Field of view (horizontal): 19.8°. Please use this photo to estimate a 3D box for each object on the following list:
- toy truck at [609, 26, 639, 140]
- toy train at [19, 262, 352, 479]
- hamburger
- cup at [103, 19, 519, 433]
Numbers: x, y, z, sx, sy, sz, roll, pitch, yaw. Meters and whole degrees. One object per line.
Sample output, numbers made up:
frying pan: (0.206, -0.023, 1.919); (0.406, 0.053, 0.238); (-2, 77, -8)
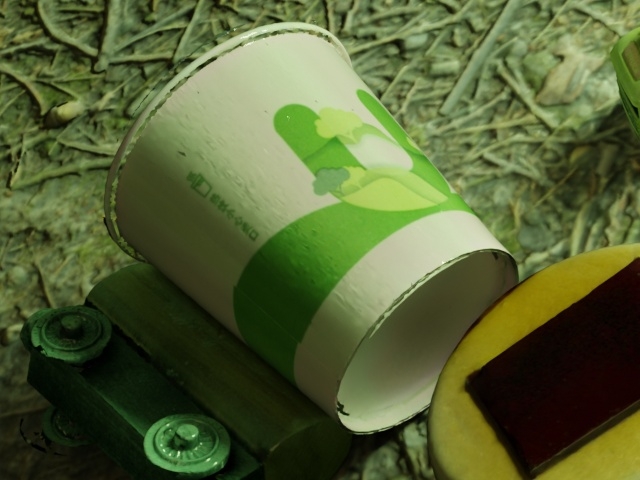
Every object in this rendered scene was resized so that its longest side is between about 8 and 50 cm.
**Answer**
toy truck: (0.327, -0.156, 1.464); (0.191, 0.116, 0.085); (-23, 53, 10)
toy train: (-0.118, 0.139, 1.509); (0.189, 0.126, 0.307); (-20, 42, -37)
hamburger: (0.216, 0.144, 1.297); (0.302, 0.170, 0.302); (-23, 36, 18)
cup: (0.000, 0.000, 1.460); (0.253, 0.253, 0.274); (-42, 60, -3)
